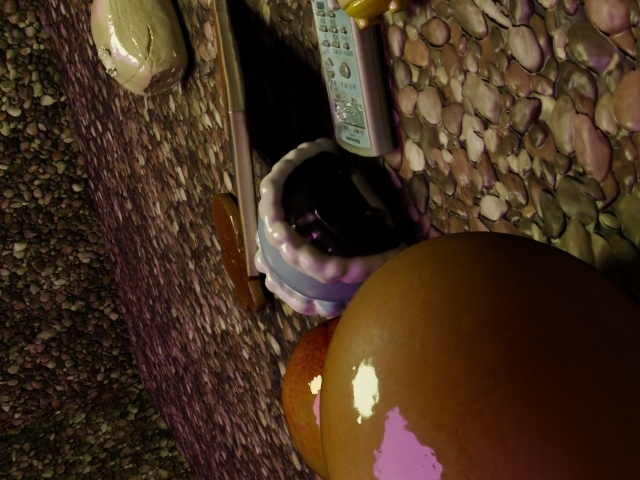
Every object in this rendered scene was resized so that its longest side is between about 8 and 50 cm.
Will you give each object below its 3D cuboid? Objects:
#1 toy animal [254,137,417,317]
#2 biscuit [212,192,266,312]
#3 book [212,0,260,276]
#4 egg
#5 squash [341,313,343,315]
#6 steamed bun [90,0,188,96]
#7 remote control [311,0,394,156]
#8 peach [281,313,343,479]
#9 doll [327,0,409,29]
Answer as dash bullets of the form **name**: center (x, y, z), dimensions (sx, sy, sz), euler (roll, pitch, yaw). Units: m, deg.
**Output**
- **toy animal**: center (0.000, 0.000, 1.000), dimensions (0.208, 0.156, 0.204), euler (58, 159, 17)
- **biscuit**: center (-0.154, 0.023, 1.548), dimensions (0.180, 0.039, 0.236), euler (1, 109, 69)
- **book**: center (-0.122, -0.168, 1.158), dimensions (0.374, 0.028, 0.263), euler (-105, 11, -49)
- **egg**: center (0.148, 0.163, 0.635), dimensions (0.351, 0.282, 0.282), euler (69, 158, 3)
- **squash**: center (0.062, 0.194, 1.131), dimensions (0.184, 0.085, 0.192), euler (48, 151, 44)
- **steamed bun**: center (-0.345, -0.384, 1.484), dimensions (0.239, 0.152, 0.170), euler (67, 157, -2)
- **remote control**: center (0.032, -0.210, 0.912), dimensions (0.098, 0.038, 0.234), euler (30, 137, 58)
- **peach**: center (0.070, 0.184, 0.932), dimensions (0.231, 0.230, 0.231), euler (49, 150, 41)
- **doll**: center (0.034, -0.293, 0.793), dimensions (0.106, 0.062, 0.163), euler (-17, 95, 40)
